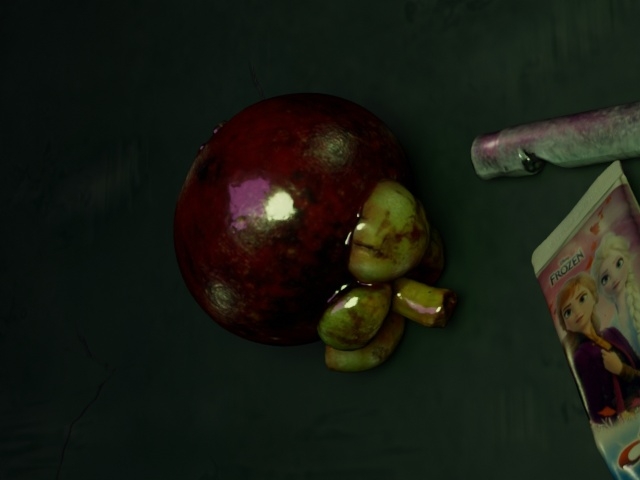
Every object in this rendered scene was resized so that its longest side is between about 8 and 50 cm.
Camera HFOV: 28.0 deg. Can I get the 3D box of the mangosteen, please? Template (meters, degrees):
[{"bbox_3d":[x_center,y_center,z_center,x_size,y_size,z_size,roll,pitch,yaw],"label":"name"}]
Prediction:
[{"bbox_3d":[0.000,0.000,0.838,0.200,0.200,0.200,-14,71,46],"label":"mangosteen"}]

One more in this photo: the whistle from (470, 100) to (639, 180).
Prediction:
[{"bbox_3d":[0.161,-0.061,0.762,0.176,0.033,0.033,-8,75,47],"label":"whistle"}]

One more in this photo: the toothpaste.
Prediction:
[{"bbox_3d":[0.181,0.085,0.694,0.096,0.061,0.266,-54,42,41],"label":"toothpaste"}]
